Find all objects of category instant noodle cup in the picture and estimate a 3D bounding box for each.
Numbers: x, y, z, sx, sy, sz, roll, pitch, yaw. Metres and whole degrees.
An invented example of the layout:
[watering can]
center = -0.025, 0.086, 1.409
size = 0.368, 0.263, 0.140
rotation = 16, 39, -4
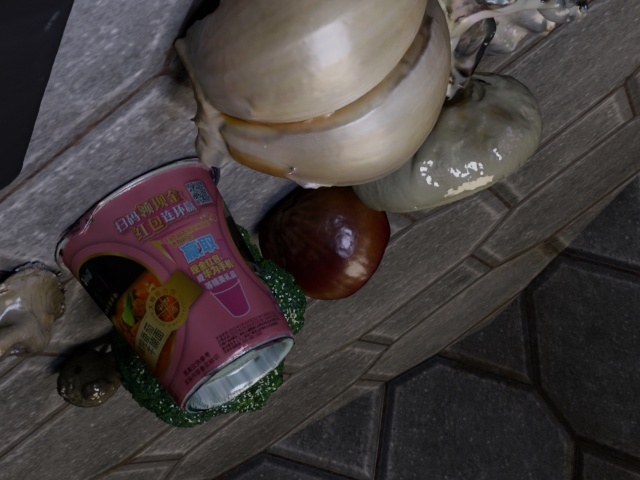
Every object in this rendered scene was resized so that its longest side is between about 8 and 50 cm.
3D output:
[instant noodle cup]
center = -0.162, 0.064, 1.764
size = 0.244, 0.255, 0.244
rotation = -31, 163, -11

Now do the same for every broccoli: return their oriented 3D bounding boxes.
[broccoli]
center = -0.164, 0.122, 1.986
size = 0.265, 0.245, 0.294
rotation = 30, 119, -25

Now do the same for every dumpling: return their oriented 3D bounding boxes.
[dumpling]
center = -0.380, 0.106, 1.754
size = 0.166, 0.086, 0.332
rotation = -38, 170, 20

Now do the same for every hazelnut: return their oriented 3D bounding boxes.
[hazelnut]
center = 0.000, 0.000, 2.118
size = 0.178, 0.178, 0.204
rotation = -24, -168, -37

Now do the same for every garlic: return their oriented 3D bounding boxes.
[garlic]
center = 0.013, -0.195, 1.498
size = 0.313, 0.286, 0.249
rotation = -25, -152, -16

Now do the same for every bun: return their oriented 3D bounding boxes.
[bun]
center = 0.163, -0.150, 1.977
size = 0.287, 0.146, 0.287
rotation = -22, -160, 8

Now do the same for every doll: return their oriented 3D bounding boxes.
[doll]
center = -0.265, 0.159, 2.168
size = 0.286, 0.091, 0.202
rotation = -22, -163, -7

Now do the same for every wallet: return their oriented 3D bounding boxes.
[wallet]
center = -0.321, -0.111, 1.183
size = 0.228, 0.062, 0.406
rotation = -30, 169, -28

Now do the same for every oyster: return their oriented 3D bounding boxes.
[oyster]
center = 0.209, -0.279, 1.809
size = 0.238, 0.114, 0.351
rotation = -32, 163, 21
